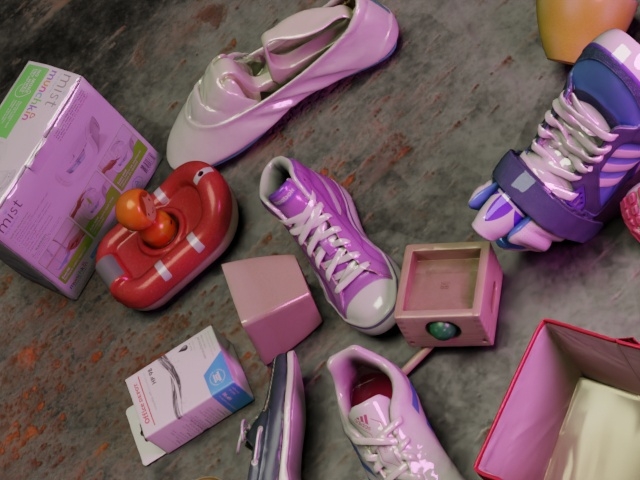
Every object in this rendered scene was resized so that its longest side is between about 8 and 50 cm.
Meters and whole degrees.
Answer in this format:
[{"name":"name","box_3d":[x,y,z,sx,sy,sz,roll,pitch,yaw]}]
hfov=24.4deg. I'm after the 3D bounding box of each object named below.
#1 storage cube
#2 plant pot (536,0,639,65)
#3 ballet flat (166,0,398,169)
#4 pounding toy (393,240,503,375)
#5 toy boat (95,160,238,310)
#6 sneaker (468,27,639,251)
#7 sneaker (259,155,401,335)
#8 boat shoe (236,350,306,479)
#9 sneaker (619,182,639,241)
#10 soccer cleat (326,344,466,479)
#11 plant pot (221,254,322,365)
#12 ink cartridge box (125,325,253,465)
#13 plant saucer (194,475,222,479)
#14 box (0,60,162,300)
[{"name":"storage cube","box_3d":[0.311,0.225,1.597,0.184,0.193,0.215,16,70,36]},{"name":"plant pot","box_3d":[0.340,-0.278,1.945,0.134,0.134,0.095,17,98,36]},{"name":"ballet flat","box_3d":[-0.079,-0.245,2.149,0.400,0.139,0.139,-30,51,11]},{"name":"pounding toy","box_3d":[0.153,0.088,1.847,0.130,0.100,0.141,-3,55,22]},{"name":"toy boat","box_3d":[-0.232,-0.023,2.086,0.231,0.151,0.151,-42,50,1]},{"name":"sneaker","box_3d":[0.280,-0.088,1.727,0.236,0.323,0.130,-40,72,-10]},{"name":"sneaker","box_3d":[-0.001,0.000,1.928,0.102,0.161,0.282,-43,48,11]},{"name":"boat shoe","box_3d":[-0.062,0.260,1.857,0.079,0.095,0.254,-5,68,15]},{"name":"sneaker","box_3d":[0.499,-0.076,1.740,0.299,0.121,0.112,-22,24,18]},{"name":"soccer cleat","box_3d":[0.092,0.263,1.731,0.116,0.143,0.331,-35,51,7]},{"name":"plant pot","box_3d":[-0.059,0.081,1.959,0.096,0.109,0.109,-22,52,1]},{"name":"ink cartridge box","box_3d":[-0.190,0.209,1.979,0.180,0.060,0.104,-33,51,8]},{"name":"plant saucer","box_3d":[-0.147,0.344,1.901,0.083,0.015,0.083,-14,56,22]},{"name":"box","box_3d":[-0.390,-0.085,2.164,0.127,0.231,0.262,19,73,36]}]
